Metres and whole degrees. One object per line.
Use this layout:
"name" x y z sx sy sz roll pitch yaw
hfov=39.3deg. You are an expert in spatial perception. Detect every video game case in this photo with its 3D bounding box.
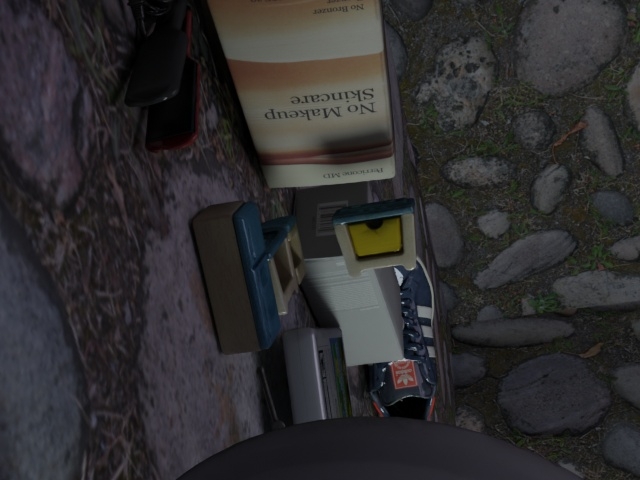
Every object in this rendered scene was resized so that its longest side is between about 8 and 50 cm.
"video game case" 0.015 0.259 0.974 0.300 0.036 0.329 40 42 -81

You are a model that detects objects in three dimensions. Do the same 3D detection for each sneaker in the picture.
"sneaker" 0.124 0.163 1.395 0.148 0.131 0.350 -89 166 -57

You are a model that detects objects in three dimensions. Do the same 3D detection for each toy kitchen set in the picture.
"toy kitchen set" 0.000 0.000 0.823 0.207 0.166 0.122 -63 143 -71

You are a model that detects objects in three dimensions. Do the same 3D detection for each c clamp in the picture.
"c clamp" -0.030 0.207 0.802 0.161 0.022 0.137 88 -11 -56

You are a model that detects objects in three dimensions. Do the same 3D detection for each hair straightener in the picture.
"hair straightener" -0.116 -0.172 0.683 0.089 0.047 0.230 70 16 -44

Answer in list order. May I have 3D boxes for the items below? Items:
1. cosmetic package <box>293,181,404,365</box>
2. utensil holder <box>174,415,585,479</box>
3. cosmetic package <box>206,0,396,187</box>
"cosmetic package" 0.041 0.049 1.158 0.238 0.107 0.127 73 14 -47
"utensil holder" -0.006 0.268 0.240 0.385 0.327 0.328 -35 116 -74
"cosmetic package" -0.009 -0.187 0.881 0.296 0.153 0.129 73 13 -59
